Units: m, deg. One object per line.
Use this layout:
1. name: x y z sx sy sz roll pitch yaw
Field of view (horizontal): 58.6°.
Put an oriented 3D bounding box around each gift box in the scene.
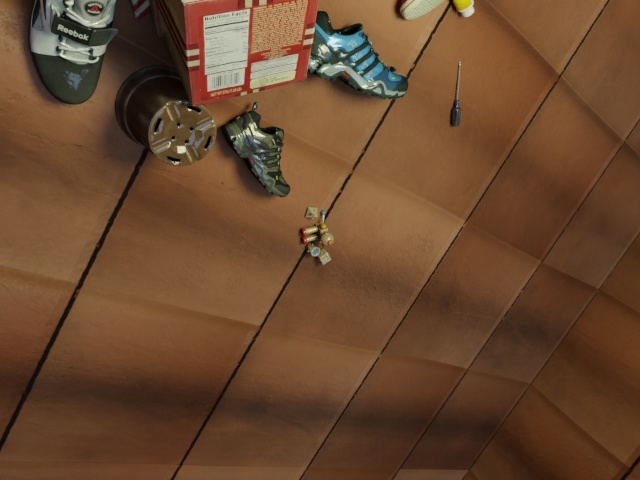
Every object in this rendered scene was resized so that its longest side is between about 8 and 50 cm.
1. gift box: -0.171 -0.400 0.969 0.255 0.258 0.276 -16 157 -22

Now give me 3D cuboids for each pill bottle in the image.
1. pill bottle: 0.333 -0.568 1.342 0.043 0.043 0.083 -46 132 -1

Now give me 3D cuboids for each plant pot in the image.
1. plant pot: -0.283 -0.225 1.073 0.167 0.165 0.166 -16 126 -24

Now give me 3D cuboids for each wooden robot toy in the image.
1. wooden robot toy: 0.000 0.000 1.456 0.076 0.079 0.173 -21 127 -21

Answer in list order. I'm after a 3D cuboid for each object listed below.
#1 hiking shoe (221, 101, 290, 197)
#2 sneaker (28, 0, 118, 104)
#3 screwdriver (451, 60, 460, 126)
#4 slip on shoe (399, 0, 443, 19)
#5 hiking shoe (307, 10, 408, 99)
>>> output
1. hiking shoe: -0.112 -0.191 1.258 0.114 0.086 0.227 -39 131 -2
2. sneaker: -0.396 -0.371 0.925 0.123 0.146 0.330 -3 121 -33
3. screwdriver: 0.360 -0.383 1.497 0.025 0.024 0.169 -35 132 -51
4. slip on shoe: 0.283 -0.630 1.243 0.331 0.101 0.123 -51 168 19
5. hiking shoe: 0.088 -0.396 1.242 0.304 0.113 0.132 8 114 -36
